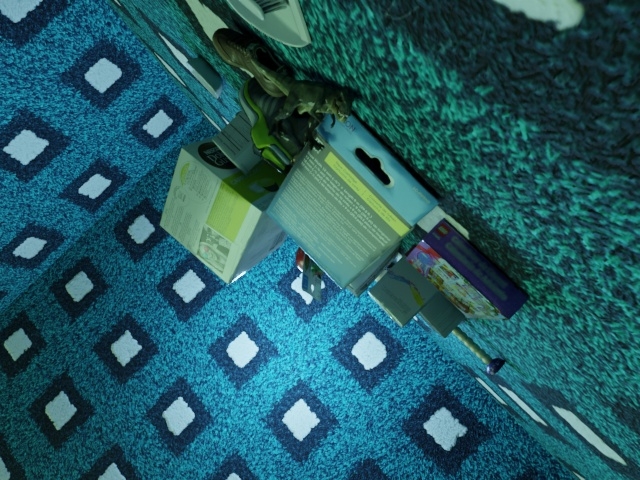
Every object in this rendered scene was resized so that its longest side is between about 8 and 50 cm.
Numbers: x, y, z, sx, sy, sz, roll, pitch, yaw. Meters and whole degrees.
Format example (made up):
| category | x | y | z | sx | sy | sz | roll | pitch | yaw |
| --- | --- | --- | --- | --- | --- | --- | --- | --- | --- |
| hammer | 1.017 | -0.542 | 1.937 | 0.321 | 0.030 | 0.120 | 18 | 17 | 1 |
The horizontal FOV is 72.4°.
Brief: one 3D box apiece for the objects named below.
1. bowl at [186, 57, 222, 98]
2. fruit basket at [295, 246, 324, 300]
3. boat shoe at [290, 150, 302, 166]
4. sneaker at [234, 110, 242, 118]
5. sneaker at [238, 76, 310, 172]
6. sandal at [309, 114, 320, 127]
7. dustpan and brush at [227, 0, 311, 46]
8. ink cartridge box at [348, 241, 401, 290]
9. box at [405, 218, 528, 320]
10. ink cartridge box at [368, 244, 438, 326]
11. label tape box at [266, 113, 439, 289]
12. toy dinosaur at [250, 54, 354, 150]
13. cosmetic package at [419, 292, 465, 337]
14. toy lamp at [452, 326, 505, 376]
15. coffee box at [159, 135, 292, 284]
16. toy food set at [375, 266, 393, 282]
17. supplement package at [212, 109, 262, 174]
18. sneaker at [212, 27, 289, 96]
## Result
| category | x | y | z | sx | sy | sz | roll | pitch | yaw |
| --- | --- | --- | --- | --- | --- | --- | --- | --- | --- |
| bowl | -0.389 | -0.563 | 1.501 | 0.142 | 0.053 | 0.142 | 46 | 176 | -14 |
| fruit basket | 0.000 | 0.000 | 1.363 | 0.327 | 0.165 | 0.354 | 57 | -149 | -73 |
| boat shoe | -0.088 | -0.260 | 1.316 | 0.059 | 0.063 | 0.170 | 24 | -165 | -49 |
| sneaker | -0.229 | -0.360 | 1.614 | 0.297 | 0.111 | 0.129 | 41 | 164 | 18 |
| sneaker | -0.084 | -0.266 | 0.916 | 0.111 | 0.121 | 0.300 | 44 | -162 | -48 |
| sandal | 0.032 | -0.197 | 0.942 | 0.179 | 0.040 | 0.067 | 62 | 165 | -21 |
| dustpan and brush | -0.117 | -0.350 | 0.602 | 0.211 | 0.060 | 0.147 | 44 | 177 | 22 |
| ink cartridge box | 0.138 | 0.063 | 1.358 | 0.114 | 0.198 | 0.273 | 43 | 177 | 13 |
| box | 0.279 | 0.071 | 0.896 | 0.201 | 0.057 | 0.293 | 44 | 177 | 10 |
| ink cartridge box | 0.231 | 0.126 | 1.155 | 0.127 | 0.176 | 0.128 | 44 | 177 | 17 |
| label tape box | 0.062 | -0.086 | 0.871 | 0.249 | 0.115 | 0.348 | 45 | 139 | 4 |
| toy dinosaur | -0.036 | -0.223 | 0.740 | 0.268 | 0.064 | 0.118 | 34 | 127 | 35 |
| cosmetic package | 0.317 | 0.172 | 1.330 | 0.238 | 0.107 | 0.127 | 43 | -179 | -21 |
| toy lamp | 0.475 | 0.325 | 1.447 | 0.275 | 0.080 | 0.080 | 45 | 177 | 17 |
| coffee box | -0.280 | -0.134 | 1.490 | 0.334 | 0.338 | 0.337 | 38 | -142 | 9 |
| toy food set | 0.296 | 0.164 | 1.821 | 0.220 | 0.092 | 0.306 | 45 | -175 | -12 |
| supplement package | -0.207 | -0.305 | 1.289 | 0.105 | 0.179 | 0.105 | 44 | 177 | 17 |
| sneaker | -0.128 | -0.355 | 0.826 | 0.188 | 0.066 | 0.071 | 40 | 160 | 6 |
